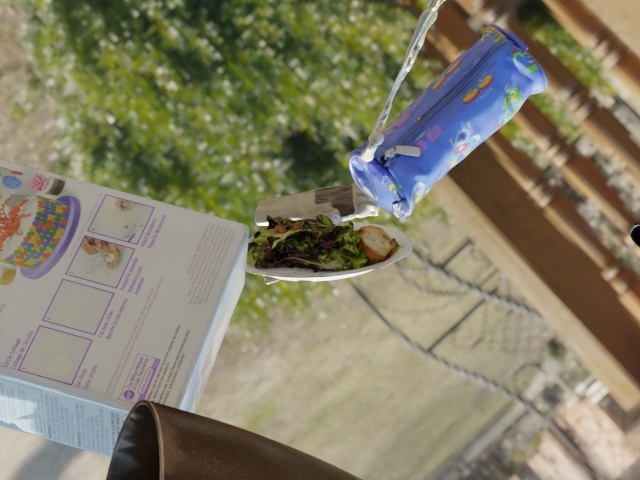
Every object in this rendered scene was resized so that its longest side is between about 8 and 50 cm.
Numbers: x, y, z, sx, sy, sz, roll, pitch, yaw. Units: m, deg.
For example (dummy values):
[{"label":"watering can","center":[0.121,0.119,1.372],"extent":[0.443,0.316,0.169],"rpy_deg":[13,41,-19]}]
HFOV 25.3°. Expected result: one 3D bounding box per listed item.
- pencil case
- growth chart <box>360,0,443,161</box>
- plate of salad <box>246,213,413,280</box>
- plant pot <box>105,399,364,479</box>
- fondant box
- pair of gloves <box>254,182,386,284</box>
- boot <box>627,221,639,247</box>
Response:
[{"label":"pencil case","center":[0.174,-0.165,1.954],"extent":[0.306,0.119,0.133],"rpy_deg":[-43,164,-12]},{"label":"growth chart","center":[0.099,-0.200,1.633],"extent":[0.172,0.021,0.237],"rpy_deg":[-62,177,-87]},{"label":"plate of salad","center":[0.000,0.000,1.545],"extent":[0.200,0.200,0.048],"rpy_deg":[-25,117,-48]},{"label":"plant pot","center":[-0.044,0.248,1.119],"extent":[0.230,0.215,0.215],"rpy_deg":[11,140,-19]},{"label":"fondant box","center":[-0.258,0.057,1.348],"extent":[0.096,0.330,0.238],"rpy_deg":[100,8,-50]},{"label":"pair of gloves","center":[0.002,-0.017,2.213],"extent":[0.204,0.042,0.240],"rpy_deg":[-12,-150,3]},{"label":"boot","center":[0.576,0.032,2.203],"extent":[0.106,0.219,0.082],"rpy_deg":[-12,132,-38]}]
